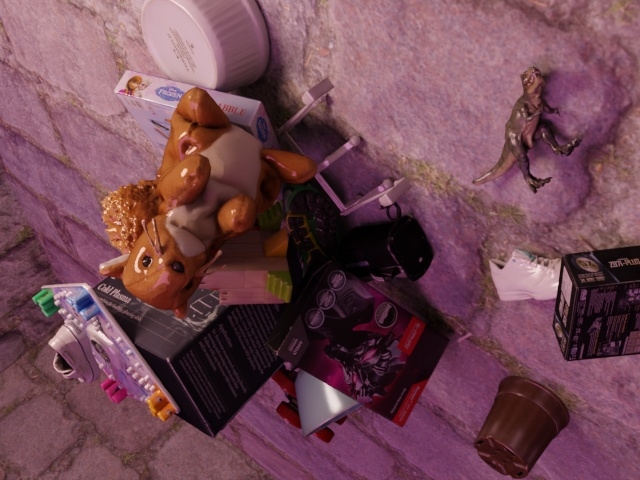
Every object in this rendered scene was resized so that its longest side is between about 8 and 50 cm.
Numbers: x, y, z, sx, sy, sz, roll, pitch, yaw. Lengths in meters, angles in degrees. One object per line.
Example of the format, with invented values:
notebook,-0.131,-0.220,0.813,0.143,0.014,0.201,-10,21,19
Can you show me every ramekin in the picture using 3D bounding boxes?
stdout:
ramekin,-0.243,-0.415,1.263,0.272,0.127,0.273,29,144,24

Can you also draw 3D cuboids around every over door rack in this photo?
over door rack,0.047,-0.172,1.186,0.239,0.108,0.324,51,169,-7

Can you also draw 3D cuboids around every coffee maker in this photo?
coffee maker,0.129,0.006,1.331,0.178,0.120,0.171,-8,97,51

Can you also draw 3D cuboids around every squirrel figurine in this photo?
squirrel figurine,-0.264,-0.038,1.213,0.281,0.371,0.397,33,157,-29

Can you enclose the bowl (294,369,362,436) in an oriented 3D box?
bowl,0.053,0.383,1.688,0.163,0.311,0.311,60,151,16

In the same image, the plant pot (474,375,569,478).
plant pot,0.430,0.417,1.366,0.167,0.165,0.167,31,146,24

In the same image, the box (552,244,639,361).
box,0.462,0.102,0.995,0.147,0.078,0.180,-7,131,6

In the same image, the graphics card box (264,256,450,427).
graphics card box,0.089,0.226,1.374,0.371,0.233,0.094,35,171,-21

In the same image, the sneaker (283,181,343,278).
sneaker,0.000,0.000,1.464,0.146,0.134,0.344,-111,6,-53

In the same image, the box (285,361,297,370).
box,-0.084,0.353,2.014,0.114,0.036,0.207,47,148,0

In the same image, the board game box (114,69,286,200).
board game box,-0.240,-0.222,1.370,0.318,0.066,0.318,17,160,16

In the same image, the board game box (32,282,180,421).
board game box,-0.559,0.282,1.590,0.390,0.050,0.390,-7,119,52

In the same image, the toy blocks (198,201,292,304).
toy blocks,-0.224,0.015,1.430,0.381,0.260,0.191,-106,21,-51

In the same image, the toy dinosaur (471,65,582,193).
toy dinosaur,0.323,-0.147,0.966,0.118,0.064,0.268,48,152,25

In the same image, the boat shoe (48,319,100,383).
boat shoe,-0.610,0.296,1.534,0.096,0.088,0.267,40,147,12

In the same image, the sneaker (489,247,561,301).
sneaker,0.383,0.053,1.110,0.212,0.080,0.094,-20,98,57

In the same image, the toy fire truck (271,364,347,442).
toy fire truck,-0.051,0.479,1.961,0.302,0.169,0.254,39,171,-34

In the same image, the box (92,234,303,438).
box,-0.322,0.194,1.705,0.479,0.472,0.297,14,135,40
